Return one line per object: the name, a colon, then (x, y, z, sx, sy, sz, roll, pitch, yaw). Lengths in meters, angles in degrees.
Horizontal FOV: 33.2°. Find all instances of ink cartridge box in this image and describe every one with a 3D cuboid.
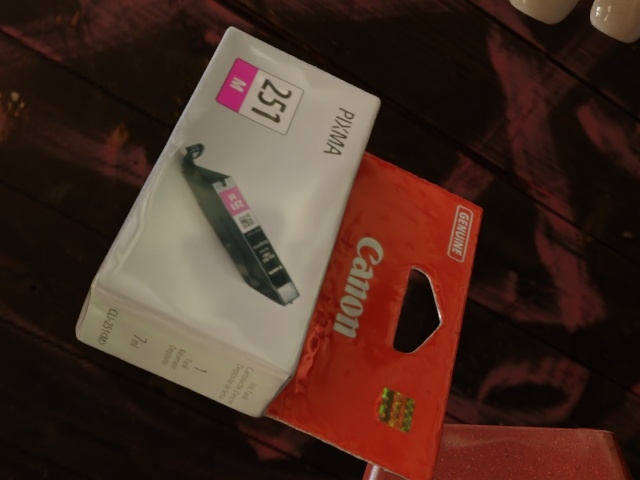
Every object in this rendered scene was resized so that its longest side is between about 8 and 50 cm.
ink cartridge box: (0.000, 0.000, 0.720, 0.239, 0.275, 0.060, 24, -45, -6)

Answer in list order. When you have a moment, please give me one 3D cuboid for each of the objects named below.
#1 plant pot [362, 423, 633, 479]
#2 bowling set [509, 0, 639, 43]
plant pot: (0.135, 0.274, 0.862, 0.267, 0.267, 0.236, 2, -106, 4)
bowling set: (0.132, -0.226, 0.650, 0.287, 0.200, 0.154, 25, -66, -6)
